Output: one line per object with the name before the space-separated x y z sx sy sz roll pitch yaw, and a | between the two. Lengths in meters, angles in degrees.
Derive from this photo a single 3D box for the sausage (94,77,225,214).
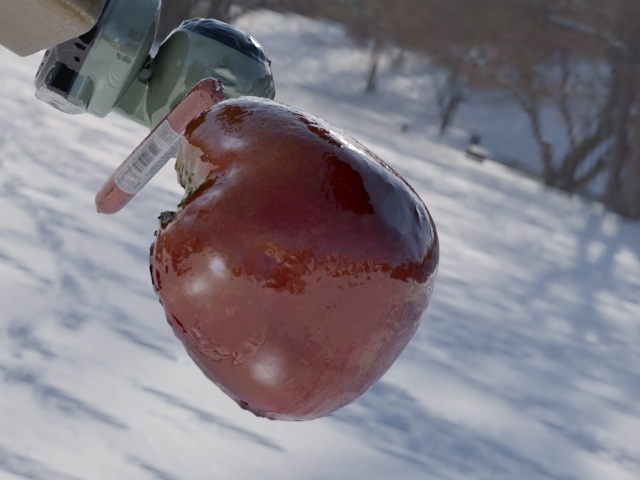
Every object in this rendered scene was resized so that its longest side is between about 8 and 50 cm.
sausage | -0.144 -0.080 1.495 0.029 0.029 0.223 15 -37 -31

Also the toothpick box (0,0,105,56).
toothpick box | -0.349 -0.322 1.606 0.308 0.188 0.190 33 -29 -34

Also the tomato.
tomato | 0.000 0.000 1.129 0.139 0.233 0.200 -25 -47 31

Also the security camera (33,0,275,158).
security camera | -0.192 -0.207 2.086 0.277 0.191 0.197 26 -7 -12
